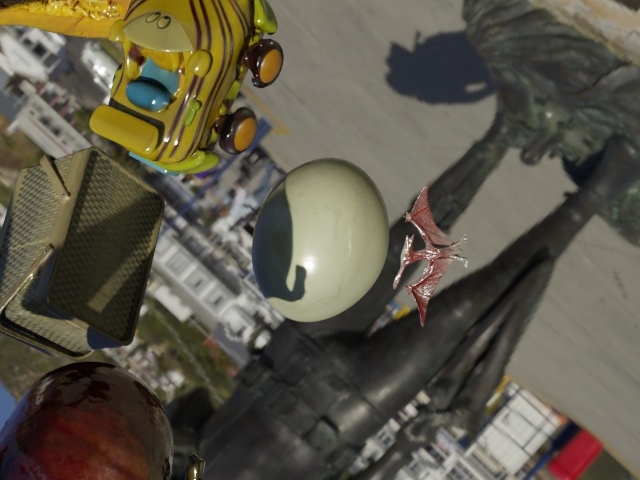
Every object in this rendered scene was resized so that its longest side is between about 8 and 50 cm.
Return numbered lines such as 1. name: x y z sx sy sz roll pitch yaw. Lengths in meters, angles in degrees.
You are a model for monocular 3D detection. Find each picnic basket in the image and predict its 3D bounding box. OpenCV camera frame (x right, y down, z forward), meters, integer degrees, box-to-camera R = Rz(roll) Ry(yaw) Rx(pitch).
1. picnic basket: -0.334 0.020 1.249 0.139 0.267 0.165 -11 147 32

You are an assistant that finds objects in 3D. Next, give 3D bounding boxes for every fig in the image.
1. fig: -0.257 0.249 0.974 0.214 0.235 0.235 57 175 -12

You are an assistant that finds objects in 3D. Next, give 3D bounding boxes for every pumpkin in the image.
1. pumpkin: -0.414 -0.401 1.412 0.317 0.139 0.222 -2 174 -36

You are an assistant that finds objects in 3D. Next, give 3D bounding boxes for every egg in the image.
1. egg: 0.000 0.000 1.480 0.219 0.269 0.219 12 -167 -3

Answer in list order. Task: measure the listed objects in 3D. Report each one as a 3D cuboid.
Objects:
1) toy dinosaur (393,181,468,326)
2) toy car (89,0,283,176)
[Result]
1. toy dinosaur: 0.163 0.022 1.365 0.032 0.108 0.220 -131 40 -81
2. toy car: -0.166 -0.202 1.063 0.200 0.248 0.142 23 -175 25
